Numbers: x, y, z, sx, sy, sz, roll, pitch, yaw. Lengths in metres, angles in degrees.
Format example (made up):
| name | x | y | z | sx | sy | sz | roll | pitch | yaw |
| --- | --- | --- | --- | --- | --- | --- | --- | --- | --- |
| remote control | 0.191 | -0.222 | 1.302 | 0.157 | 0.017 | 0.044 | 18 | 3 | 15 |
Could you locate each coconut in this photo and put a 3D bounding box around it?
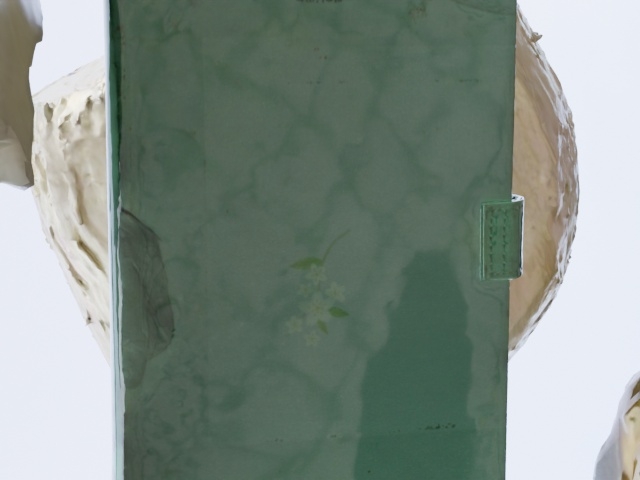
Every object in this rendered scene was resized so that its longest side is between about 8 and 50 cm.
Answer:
| name | x | y | z | sx | sy | sz | roll | pitch | yaw |
| --- | --- | --- | --- | --- | --- | --- | --- | --- | --- |
| coconut | -0.001 | -0.020 | 0.893 | 0.297 | 0.297 | 0.254 | -36 | -77 | -50 |

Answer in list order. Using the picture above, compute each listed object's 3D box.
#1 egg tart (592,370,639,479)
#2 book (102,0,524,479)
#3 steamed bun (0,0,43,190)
| name | x | y | z | sx | sy | sz | roll | pitch | yaw |
| --- | --- | --- | --- | --- | --- | --- | --- | --- | --- |
| egg tart | 0.299 | 0.217 | 0.794 | 0.178 | 0.443 | 0.443 | -20 | -68 | -44 |
| book | 0.000 | 0.000 | 0.398 | 0.103 | 0.017 | 0.135 | -3 | -81 | -15 |
| steamed bun | -0.173 | -0.061 | 0.357 | 0.170 | 0.225 | 0.200 | -151 | 56 | -87 |
